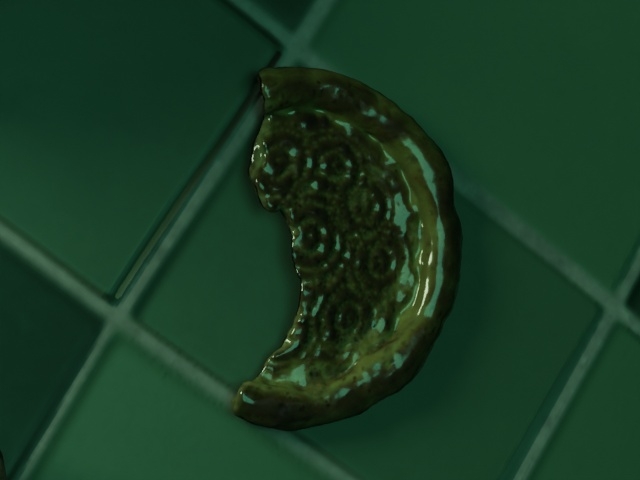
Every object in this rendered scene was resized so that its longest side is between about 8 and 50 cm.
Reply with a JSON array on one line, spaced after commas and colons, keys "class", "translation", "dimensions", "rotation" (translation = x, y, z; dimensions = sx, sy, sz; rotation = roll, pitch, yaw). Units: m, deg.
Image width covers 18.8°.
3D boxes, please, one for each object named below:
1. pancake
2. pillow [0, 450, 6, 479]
[{"class": "pancake", "translation": [0.000, 0.000, 1.040], "dimensions": [0.184, 0.020, 0.190], "rotation": [-35, 102, -22]}, {"class": "pillow", "translation": [-0.192, 0.222, 0.900], "dimensions": [0.223, 0.084, 0.236], "rotation": [-39, 102, -20]}]
